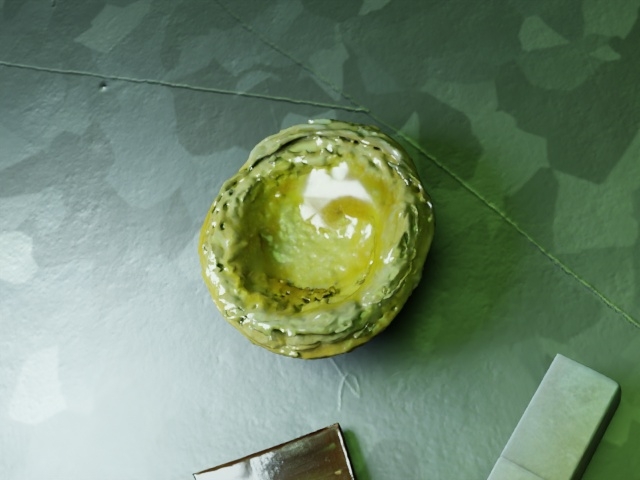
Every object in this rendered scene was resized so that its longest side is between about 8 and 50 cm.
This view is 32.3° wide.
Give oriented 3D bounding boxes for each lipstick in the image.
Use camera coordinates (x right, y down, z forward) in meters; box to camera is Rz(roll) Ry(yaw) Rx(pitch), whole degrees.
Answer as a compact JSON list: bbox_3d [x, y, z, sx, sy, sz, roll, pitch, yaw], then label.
[{"bbox_3d":[0.184,0.295,1.103,0.076,0.080,0.371,27,77,24],"label":"lipstick"}]

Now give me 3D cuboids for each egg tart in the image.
[{"bbox_3d":[0.000,0.000,1.248,0.288,0.118,0.288,-6,68,15],"label":"egg tart"}]

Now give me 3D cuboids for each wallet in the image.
[{"bbox_3d":[-0.049,0.269,1.205,0.176,0.026,0.095,-21,59,5],"label":"wallet"}]
